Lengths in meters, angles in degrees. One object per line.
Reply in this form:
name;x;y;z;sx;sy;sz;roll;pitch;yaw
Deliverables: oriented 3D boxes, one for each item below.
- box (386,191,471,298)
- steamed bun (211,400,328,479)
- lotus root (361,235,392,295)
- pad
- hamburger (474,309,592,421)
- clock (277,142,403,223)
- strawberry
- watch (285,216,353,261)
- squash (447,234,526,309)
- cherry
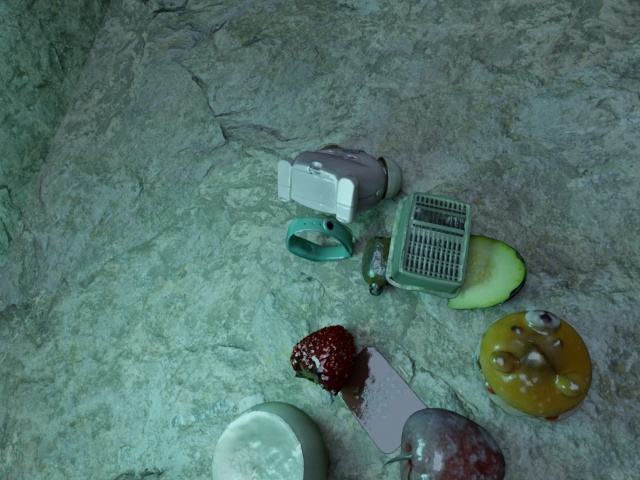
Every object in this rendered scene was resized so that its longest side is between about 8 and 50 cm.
box;0.315;0.011;1.294;0.221;0.166;0.290;13;72;0
steamed bun;-0.131;0.614;1.227;0.325;0.206;0.324;-7;68;17
lotus root;0.183;0.078;1.390;0.113;0.088;0.191;4;72;26
pad;0.167;0.453;1.290;0.181;0.004;0.267;-44;60;1
hamburger;0.513;0.295;1.084;0.277;0.237;0.276;-7;67;17
clock;0.066;-0.204;1.450;0.342;0.326;0.183;27;122;26
strawberry;0.018;0.335;1.308;0.184;0.187;0.201;37;66;-4
watch;0.000;0.000;1.433;0.195;0.237;0.068;-29;47;42
squash;0.461;0.078;1.244;0.204;0.155;0.236;7;73;23
cherry;0.294;0.533;1.087;0.286;0.213;0.235;-2;87;-3
